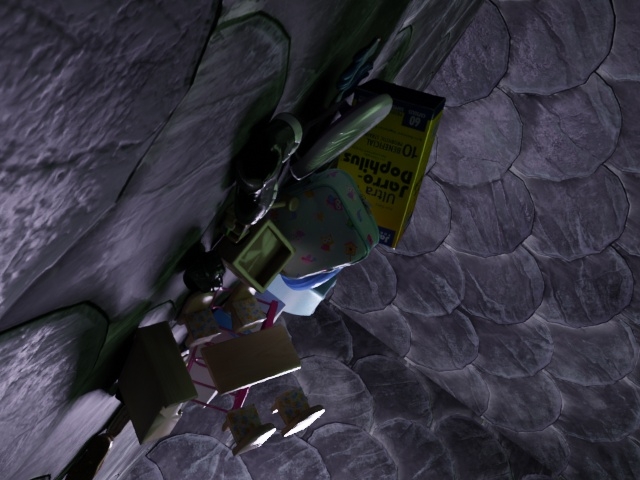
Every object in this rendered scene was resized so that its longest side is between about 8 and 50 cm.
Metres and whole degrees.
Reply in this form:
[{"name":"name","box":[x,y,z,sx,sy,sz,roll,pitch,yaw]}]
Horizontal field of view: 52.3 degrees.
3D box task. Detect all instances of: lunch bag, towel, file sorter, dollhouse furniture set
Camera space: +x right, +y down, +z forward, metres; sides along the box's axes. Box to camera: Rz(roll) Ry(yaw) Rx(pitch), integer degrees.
[{"name":"lunch bag","box":[-0.010,-0.040,1.513,0.279,0.224,0.108,-18,-165,35]},{"name":"towel","box":[-0.477,0.420,1.823,0.282,0.049,0.187,-53,176,1]},{"name":"file sorter","box":[-0.261,0.308,1.830,0.202,0.182,0.290,-83,-166,-63]},{"name":"dollhouse furniture set","box":[-0.216,0.273,1.448,0.394,0.362,0.256,-13,153,-34]}]

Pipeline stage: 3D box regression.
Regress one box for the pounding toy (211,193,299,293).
[{"name":"pounding toy","box":[-0.137,-0.024,1.430,0.206,0.094,0.181,-52,135,-14]}]

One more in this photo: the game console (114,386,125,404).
[{"name":"game console","box":[-0.419,0.379,1.554,0.071,0.122,0.107,-50,175,-47]}]

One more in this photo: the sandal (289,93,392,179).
[{"name":"sandal","box":[0.008,-0.230,1.401,0.169,0.102,0.416,-35,-178,-25]}]

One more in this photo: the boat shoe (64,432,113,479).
[{"name":"boat shoe","box":[-0.599,0.583,1.702,0.178,0.064,0.060,-55,175,-1]}]

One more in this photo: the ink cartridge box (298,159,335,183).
[{"name":"ink cartridge box","box":[0.004,-0.131,1.686,0.255,0.097,0.189,-36,-168,41]}]

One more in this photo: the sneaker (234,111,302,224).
[{"name":"sneaker","box":[-0.114,-0.111,1.127,0.106,0.078,0.234,-43,166,-53]}]

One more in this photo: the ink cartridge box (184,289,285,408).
[{"name":"ink cartridge box","box":[-0.306,0.333,2.191,0.285,0.166,0.395,-54,177,21]}]

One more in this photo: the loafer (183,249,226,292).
[{"name":"loafer","box":[-0.241,0.069,1.322,0.078,0.076,0.223,-20,172,-15]}]

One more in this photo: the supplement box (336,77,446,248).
[{"name":"supplement box","box":[0.159,-0.194,1.615,0.195,0.194,0.356,-47,153,-62]}]

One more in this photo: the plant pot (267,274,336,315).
[{"name":"plant pot","box":[-0.083,0.169,2.769,0.247,0.252,0.248,-50,176,-48]}]

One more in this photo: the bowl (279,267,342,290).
[{"name":"bowl","box":[0.000,0.000,2.296,0.391,0.077,0.391,-34,-152,21]}]

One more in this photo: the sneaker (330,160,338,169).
[{"name":"sneaker","box":[0.029,-0.193,2.126,0.188,0.071,0.066,-48,174,-46]}]

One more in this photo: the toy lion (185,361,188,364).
[{"name":"toy lion","box":[-0.398,0.376,1.824,0.096,0.034,0.100,-62,-179,-40]}]

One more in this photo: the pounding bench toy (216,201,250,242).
[{"name":"pounding bench toy","box":[-0.174,-0.030,1.292,0.065,0.052,0.083,-55,176,38]}]

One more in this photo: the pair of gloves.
[{"name":"pair of gloves","box":[0.079,-0.369,1.462,0.159,0.023,0.198,-52,177,-20]}]
